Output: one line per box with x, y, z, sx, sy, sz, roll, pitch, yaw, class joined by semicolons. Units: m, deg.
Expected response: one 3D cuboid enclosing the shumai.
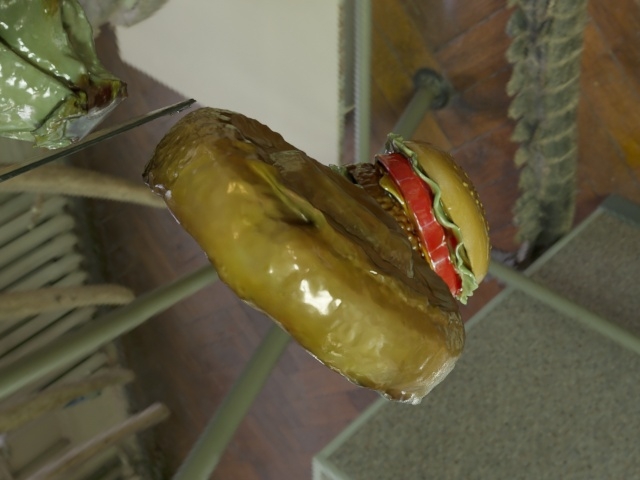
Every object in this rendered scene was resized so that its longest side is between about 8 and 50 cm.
-0.255;-0.125;0.817;0.142;0.184;0.184;47;148;17;shumai

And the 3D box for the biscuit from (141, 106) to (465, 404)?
0.000;0.000;0.791;0.296;0.102;0.296;41;-169;-10;biscuit

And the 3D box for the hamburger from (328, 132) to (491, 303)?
0.131;-0.020;1.431;0.275;0.212;0.274;64;178;5;hamburger

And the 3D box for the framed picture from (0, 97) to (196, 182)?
-0.321;-0.075;1.046;0.255;0.338;0.014;0;115;62;framed picture
